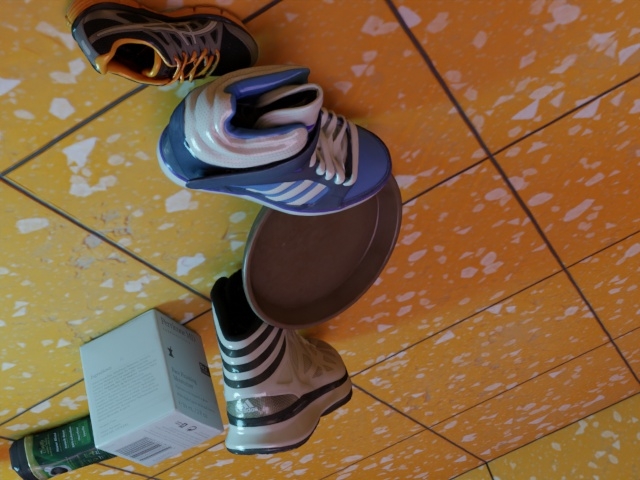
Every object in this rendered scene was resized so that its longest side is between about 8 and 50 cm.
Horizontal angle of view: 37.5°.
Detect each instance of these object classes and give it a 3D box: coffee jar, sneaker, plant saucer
[{"bbox_3d":[-0.469,0.382,1.725,0.184,0.079,0.096,-18,151,-6],"label":"coffee jar"},{"bbox_3d":[-0.015,-0.115,1.094,0.322,0.130,0.236,4,169,-26],"label":"sneaker"},{"bbox_3d":[0.000,0.000,1.340,0.277,0.041,0.278,-23,132,-29],"label":"plant saucer"},{"bbox_3d":[-0.055,0.156,1.530,0.169,0.258,0.447,-6,-174,11],"label":"sneaker"},{"bbox_3d":[-0.159,-0.198,0.995,0.214,0.083,0.084,0,142,-33],"label":"sneaker"}]

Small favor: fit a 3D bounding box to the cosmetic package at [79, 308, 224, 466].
[{"bbox_3d":[-0.271,0.238,1.513,0.151,0.184,0.151,-26,149,13],"label":"cosmetic package"}]
